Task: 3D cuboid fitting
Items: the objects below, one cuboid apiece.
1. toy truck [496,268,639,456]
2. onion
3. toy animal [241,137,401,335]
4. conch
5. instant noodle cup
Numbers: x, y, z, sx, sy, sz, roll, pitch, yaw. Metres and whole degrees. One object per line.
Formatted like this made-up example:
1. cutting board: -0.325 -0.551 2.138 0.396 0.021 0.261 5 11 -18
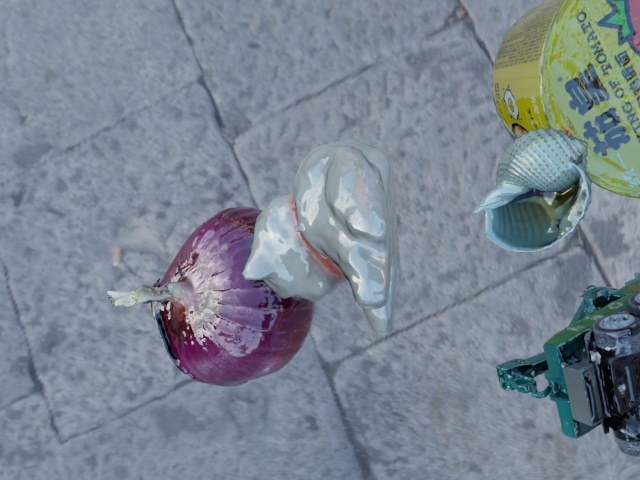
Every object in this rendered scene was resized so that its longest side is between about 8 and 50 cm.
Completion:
1. toy truck: 0.410 0.121 1.246 0.363 0.178 0.176 -23 108 -24
2. onion: -0.118 0.085 1.555 0.230 0.272 0.256 -36 91 34
3. toy animal: 0.000 0.000 1.100 0.188 0.308 0.266 8 122 5
4. conch: 0.150 -0.033 0.673 0.085 0.057 0.076 -46 67 35
5. instant noodle cup: 0.229 -0.130 0.798 0.182 0.144 0.182 -2 98 -13
